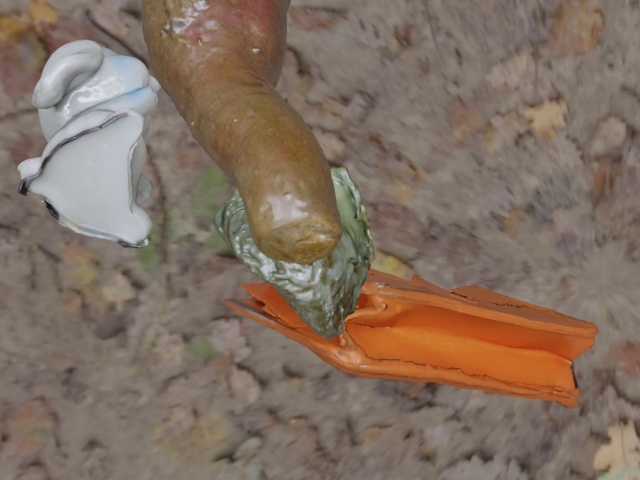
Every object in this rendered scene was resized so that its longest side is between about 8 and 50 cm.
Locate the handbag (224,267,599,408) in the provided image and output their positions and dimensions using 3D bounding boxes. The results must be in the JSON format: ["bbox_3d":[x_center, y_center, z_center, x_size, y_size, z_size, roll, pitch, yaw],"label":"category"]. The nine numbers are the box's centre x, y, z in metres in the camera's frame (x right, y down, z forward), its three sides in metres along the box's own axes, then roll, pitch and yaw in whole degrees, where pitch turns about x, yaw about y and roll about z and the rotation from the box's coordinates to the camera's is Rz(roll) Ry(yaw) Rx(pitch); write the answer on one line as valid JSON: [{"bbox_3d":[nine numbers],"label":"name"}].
[{"bbox_3d":[0.120,0.104,1.803,0.303,0.410,0.116,19,95,54],"label":"handbag"}]

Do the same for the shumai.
[{"bbox_3d":[0.002,0.002,1.431,0.184,0.184,0.142,43,89,9],"label":"shumai"}]

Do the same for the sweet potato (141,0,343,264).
[{"bbox_3d":[-0.060,-0.126,0.906,0.109,0.109,0.385,-21,41,10],"label":"sweet potato"}]

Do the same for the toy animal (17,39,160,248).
[{"bbox_3d":[-0.302,-0.131,1.876,0.174,0.289,0.249,2,106,-5],"label":"toy animal"}]
